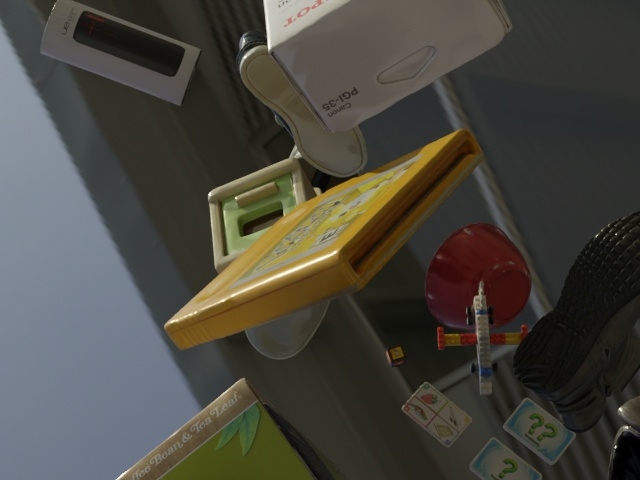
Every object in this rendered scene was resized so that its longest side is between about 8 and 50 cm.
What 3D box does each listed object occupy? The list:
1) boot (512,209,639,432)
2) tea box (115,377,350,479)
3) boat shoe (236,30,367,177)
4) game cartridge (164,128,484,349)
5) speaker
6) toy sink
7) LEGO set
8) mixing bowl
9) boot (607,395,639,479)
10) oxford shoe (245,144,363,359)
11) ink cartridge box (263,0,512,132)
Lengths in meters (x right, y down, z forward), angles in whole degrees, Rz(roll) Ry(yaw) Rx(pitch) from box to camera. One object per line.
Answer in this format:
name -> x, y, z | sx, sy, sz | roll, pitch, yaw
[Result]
boot -> 0.319, 0.089, 1.403 | 0.083, 0.246, 0.161 | 42, -176, 40
tea box -> -0.020, 0.373, 1.328 | 0.323, 0.220, 0.329 | 51, 179, 38
boat shoe -> -0.025, -0.185, 1.749 | 0.254, 0.095, 0.079 | 40, -159, -33
game cartridge -> 0.000, 0.000, 1.477 | 0.053, 0.323, 0.285 | 57, -133, -12
speaker -> -0.179, -0.169, 1.150 | 0.136, 0.055, 0.055 | 21, -136, -6
toy sink -> -0.074, -0.023, 1.910 | 0.234, 0.152, 0.131 | -99, -15, -50
LEGO set -> 0.202, 0.174, 1.562 | 0.244, 0.060, 0.182 | 39, -108, 17
mixing bowl -> 0.268, 0.071, 2.039 | 0.181, 0.181, 0.098 | 21, -176, -35
boot -> 0.256, 0.142, 0.730 | 0.229, 0.091, 0.263 | -32, -57, -20
oxford shoe -> -0.036, 0.010, 2.175 | 0.169, 0.449, 0.130 | 17, -158, -5
ink cartridge box -> 0.054, -0.264, 1.280 | 0.117, 0.207, 0.283 | 51, -162, -33
